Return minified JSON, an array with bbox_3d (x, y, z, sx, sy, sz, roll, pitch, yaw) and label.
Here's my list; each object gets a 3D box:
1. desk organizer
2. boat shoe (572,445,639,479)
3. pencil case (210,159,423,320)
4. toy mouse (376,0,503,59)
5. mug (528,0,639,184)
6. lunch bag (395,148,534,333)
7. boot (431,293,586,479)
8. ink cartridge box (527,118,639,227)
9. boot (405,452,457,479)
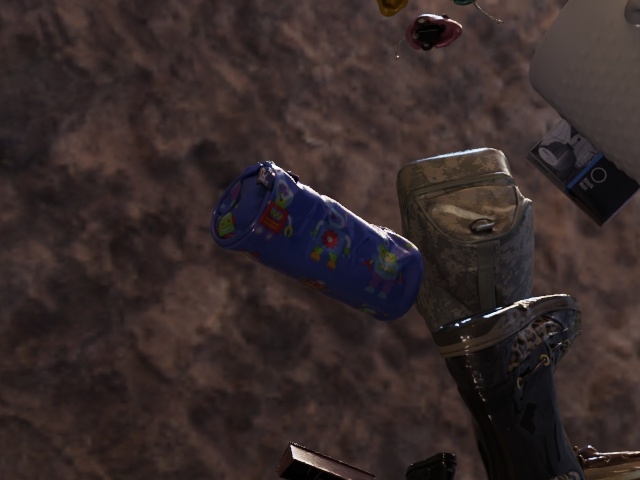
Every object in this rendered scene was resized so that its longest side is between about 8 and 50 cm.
[{"bbox_3d":[0.010,0.319,1.763,0.047,0.130,0.050,-64,13,11],"label":"desk organizer"},{"bbox_3d":[0.444,0.403,2.177,0.123,0.342,0.123,-71,-38,-59],"label":"boat shoe"},{"bbox_3d":[0.000,0.000,1.754,0.306,0.119,0.133,28,-108,-34],"label":"pencil case"},{"bbox_3d":[0.131,-0.262,1.454,0.031,0.143,0.161,-83,3,-48],"label":"toy mouse"},{"bbox_3d":[0.462,-0.197,1.624,0.328,0.276,0.374,48,-179,20],"label":"mug"},{"bbox_3d":[0.255,0.036,2.234,0.256,0.212,0.305,-100,2,-53],"label":"lunch bag"},{"bbox_3d":[0.290,0.225,1.791,0.377,0.138,0.284,-2,-105,-64],"label":"boot"},{"bbox_3d":[0.495,-0.193,2.062,0.165,0.333,0.065,44,177,10],"label":"ink cartridge box"},{"bbox_3d":[0.150,0.352,1.818,0.045,0.121,0.099,19,-122,-19],"label":"boot"}]
